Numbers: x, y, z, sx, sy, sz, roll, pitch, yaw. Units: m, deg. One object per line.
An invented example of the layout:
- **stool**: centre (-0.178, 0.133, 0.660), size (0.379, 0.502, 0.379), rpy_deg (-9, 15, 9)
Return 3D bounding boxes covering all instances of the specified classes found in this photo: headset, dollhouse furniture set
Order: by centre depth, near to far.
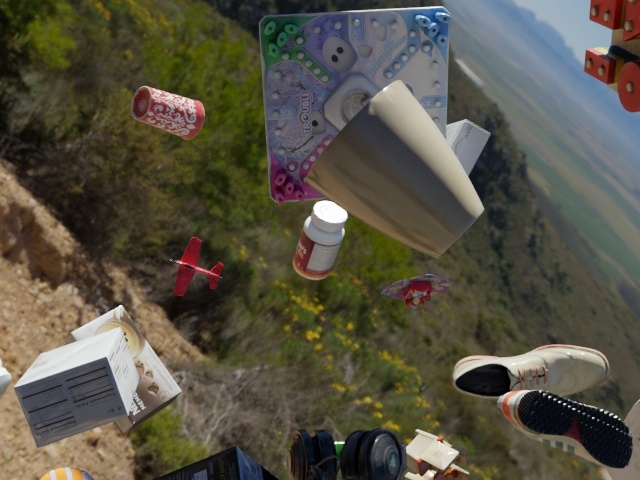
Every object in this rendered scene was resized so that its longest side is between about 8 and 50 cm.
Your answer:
- **headset**: centre (0.041, 0.470, 1.486), size (0.394, 0.243, 0.185), rpy_deg (35, 52, -72)
- **dollhouse furniture set**: centre (0.287, 0.624, 1.908), size (0.135, 0.259, 0.262), rpy_deg (20, 44, 40)

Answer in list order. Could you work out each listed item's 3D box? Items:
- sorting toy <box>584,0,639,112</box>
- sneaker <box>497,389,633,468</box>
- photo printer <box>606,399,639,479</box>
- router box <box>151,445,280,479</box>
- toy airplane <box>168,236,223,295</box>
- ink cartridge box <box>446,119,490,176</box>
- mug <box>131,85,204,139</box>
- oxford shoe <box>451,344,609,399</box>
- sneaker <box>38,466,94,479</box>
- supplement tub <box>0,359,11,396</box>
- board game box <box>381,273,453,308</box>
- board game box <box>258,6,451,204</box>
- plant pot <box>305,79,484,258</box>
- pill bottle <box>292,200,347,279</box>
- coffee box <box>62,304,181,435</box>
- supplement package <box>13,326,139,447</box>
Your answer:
- **sorting toy**: centre (0.558, -0.355, 1.307), size (0.089, 0.257, 0.255), rpy_deg (-9, 30, -6)
- **sneaker**: centre (0.272, 0.206, 0.836), size (0.161, 0.057, 0.075), rpy_deg (24, -12, -15)
- **photo printer**: centre (0.702, 0.334, 1.390), size (0.307, 0.256, 0.107), rpy_deg (-20, 49, -20)
- **router box**: centre (-0.185, 0.508, 1.369), size (0.309, 0.242, 0.081), rpy_deg (55, 14, -47)
- **toy airplane**: centre (-0.305, 0.074, 1.839), size (0.151, 0.151, 0.028), rpy_deg (29, -12, -29)
- **ink cartridge box**: centre (0.321, -0.210, 1.778), size (0.072, 0.127, 0.175), rpy_deg (28, 1, -7)
- **mug**: centre (-0.424, -0.348, 2.007), size (0.150, 0.113, 0.169), rpy_deg (20, 5, 41)
- **oxford shoe**: centre (0.532, 0.354, 1.902), size (0.146, 0.396, 0.141), rpy_deg (-2, 81, -73)
- **sneaker**: centre (-0.322, 0.485, 1.005), size (0.124, 0.180, 0.321), rpy_deg (-3, 49, -21)
- **supplement tub**: centre (-0.760, 0.262, 1.545), size (0.199, 0.144, 0.144), rpy_deg (38, 21, 9)
- **board game box**: centre (0.225, 0.123, 1.692), size (0.168, 0.133, 0.033), rpy_deg (19, 53, -50)
- **board game box**: centre (0.079, -0.273, 1.549), size (0.389, 0.390, 0.050), rpy_deg (-5, 23, -7)
- **plant pot**: centre (0.157, -0.105, 1.369), size (0.274, 0.256, 0.256), rpy_deg (45, 22, 5)
- **pill bottle**: centre (0.000, 0.000, 2.173), size (0.121, 0.221, 0.121), rpy_deg (11, 39, -9)
- **coffee box**: centre (-0.538, 0.352, 2.022), size (0.168, 0.119, 0.297), rpy_deg (-30, 80, -40)
- **supplement package**: centre (-0.538, 0.322, 1.678), size (0.262, 0.204, 0.145), rpy_deg (-143, -145, -79)
